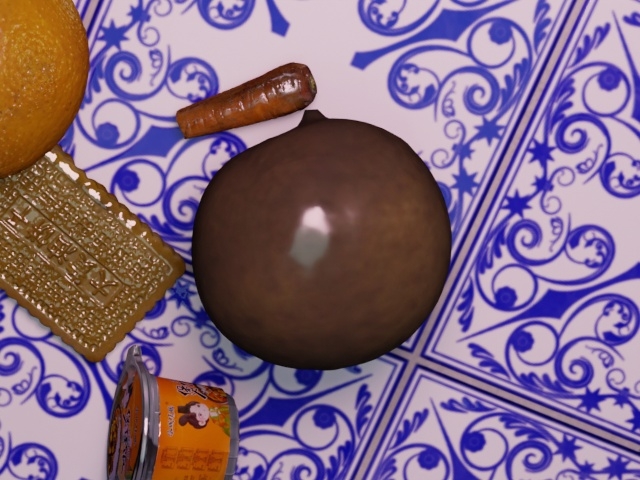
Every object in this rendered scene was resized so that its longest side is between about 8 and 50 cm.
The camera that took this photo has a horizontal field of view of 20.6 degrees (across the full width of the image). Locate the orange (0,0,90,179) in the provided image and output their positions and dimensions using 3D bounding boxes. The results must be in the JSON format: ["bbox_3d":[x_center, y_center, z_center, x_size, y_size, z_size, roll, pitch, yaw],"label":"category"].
[{"bbox_3d":[-0.377,-0.193,1.839,0.274,0.274,0.274,-1,105,-2],"label":"orange"}]

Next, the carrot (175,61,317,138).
[{"bbox_3d":[-0.083,-0.153,1.971,0.161,0.055,0.055,-19,105,5],"label":"carrot"}]

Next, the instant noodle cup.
[{"bbox_3d":[-0.165,0.230,2.019,0.125,0.177,0.208,7,91,-17],"label":"instant noodle cup"}]

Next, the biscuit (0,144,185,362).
[{"bbox_3d":[-0.297,0.006,2.016,0.254,0.029,0.172,42,100,-11],"label":"biscuit"}]

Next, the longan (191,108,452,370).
[{"bbox_3d":[0.001,0.003,1.890,0.297,0.297,0.297,-1,105,-2],"label":"longan"}]
